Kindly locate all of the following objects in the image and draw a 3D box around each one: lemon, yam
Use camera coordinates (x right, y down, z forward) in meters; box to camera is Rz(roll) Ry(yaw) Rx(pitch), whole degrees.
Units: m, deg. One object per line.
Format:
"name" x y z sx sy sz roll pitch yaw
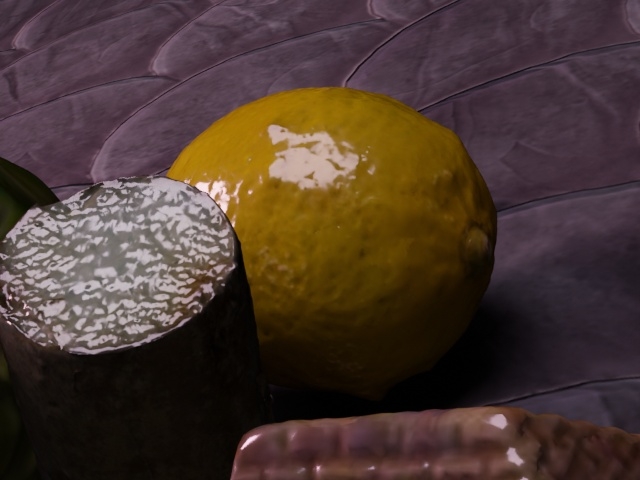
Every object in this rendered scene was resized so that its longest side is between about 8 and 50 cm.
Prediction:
"lemon" 0.000 0.000 1.157 0.288 0.233 0.233 -3 29 40
"yam" -0.110 0.105 1.004 0.161 0.268 0.161 -5 36 4

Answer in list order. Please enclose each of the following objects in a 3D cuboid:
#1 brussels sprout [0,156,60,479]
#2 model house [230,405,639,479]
"brussels sprout" -0.311 0.074 1.116 0.281 0.289 0.355 -14 3 21
"model house" 0.066 0.216 0.617 0.261 0.266 0.321 -7 27 35
